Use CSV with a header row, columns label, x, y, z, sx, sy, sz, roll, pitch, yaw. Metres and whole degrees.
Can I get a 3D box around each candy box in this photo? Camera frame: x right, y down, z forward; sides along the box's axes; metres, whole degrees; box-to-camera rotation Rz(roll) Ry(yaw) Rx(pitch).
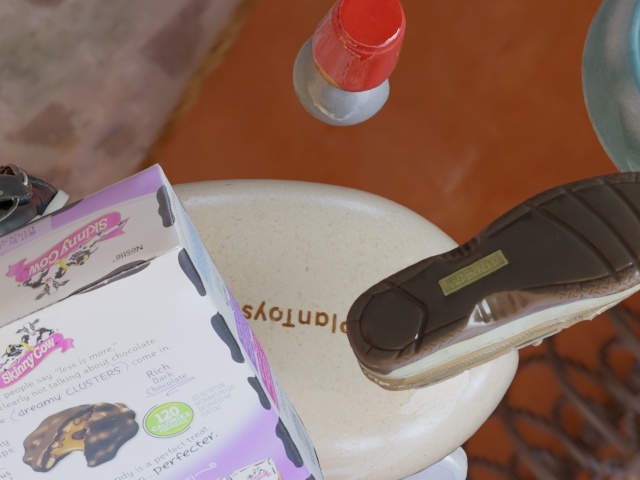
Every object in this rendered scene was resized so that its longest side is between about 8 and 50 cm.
label,x,y,z,sx,sy,sz,roll,pitch,yaw
candy box,-0.106,0.083,0.913,0.165,0.070,0.196,-23,128,3

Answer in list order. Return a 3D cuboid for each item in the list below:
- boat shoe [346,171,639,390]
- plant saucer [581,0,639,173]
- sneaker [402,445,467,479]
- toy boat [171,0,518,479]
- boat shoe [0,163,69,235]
label,x,y,z,sx,sy,sz,roll,pitch,yaw
boat shoe,0.106,0.024,0.992,0.190,0.068,0.072,-20,148,3
plant saucer,0.359,-0.135,1.471,0.317,0.317,0.044,-37,153,-16
sneaker,0.018,0.148,1.348,0.079,0.121,0.217,26,137,-27
toy boat,0.000,0.000,1.219,0.148,0.267,0.318,123,-21,-73
boat shoe,-0.304,-0.020,1.841,0.084,0.079,0.233,-46,-172,12
